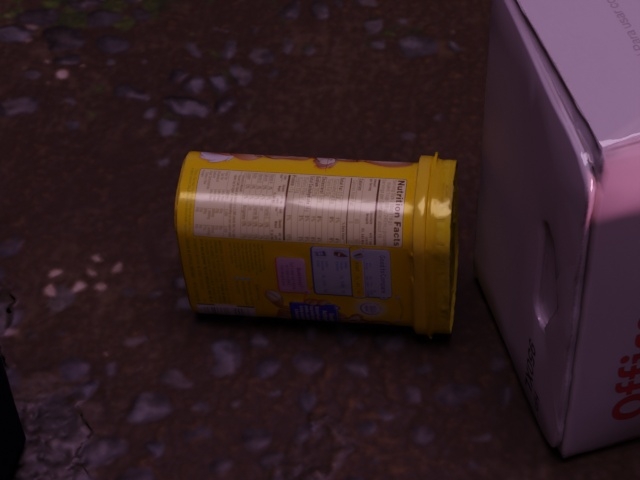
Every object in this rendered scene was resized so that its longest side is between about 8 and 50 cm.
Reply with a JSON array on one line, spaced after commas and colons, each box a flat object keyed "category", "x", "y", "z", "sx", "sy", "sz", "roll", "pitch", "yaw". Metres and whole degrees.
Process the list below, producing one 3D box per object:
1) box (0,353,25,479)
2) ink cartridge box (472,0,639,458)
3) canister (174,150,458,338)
[{"category": "box", "x": -0.367, "y": 0.177, "z": 1.024, "sx": 0.312, "sy": 0.179, "sz": 0.343, "roll": 6, "pitch": 52, "yaw": 8}, {"category": "ink cartridge box", "x": 0.301, "y": -0.057, "z": 1.120, "sx": 0.394, "sy": 0.285, "sz": 0.166, "roll": -14, "pitch": 51, "yaw": -10}, {"category": "canister", "x": 0.000, "y": 0.000, "z": 1.188, "sx": 0.169, "sy": 0.126, "sz": 0.073, "roll": 3, "pitch": 52, "yaw": 7}]
